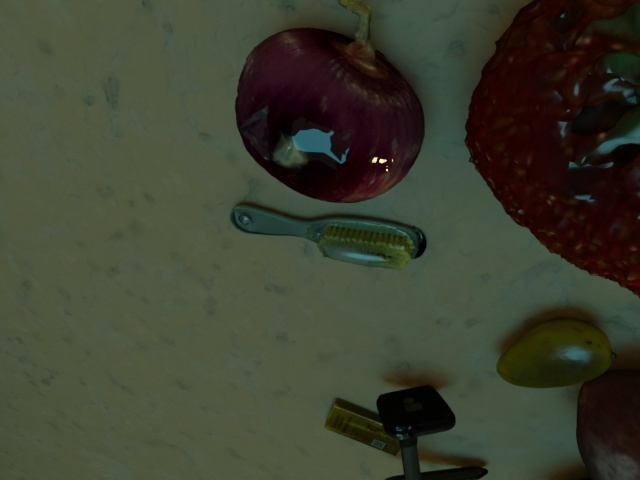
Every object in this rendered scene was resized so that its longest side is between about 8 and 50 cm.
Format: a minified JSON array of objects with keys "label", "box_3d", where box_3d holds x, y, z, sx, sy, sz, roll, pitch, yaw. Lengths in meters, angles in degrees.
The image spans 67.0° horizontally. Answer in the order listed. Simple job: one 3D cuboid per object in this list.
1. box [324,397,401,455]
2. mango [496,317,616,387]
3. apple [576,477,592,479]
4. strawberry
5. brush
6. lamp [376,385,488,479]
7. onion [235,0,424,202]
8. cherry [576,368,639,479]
[{"label":"box","box_3d":[0.091,0.371,0.958,0.156,0.022,0.089,18,130,6]},{"label":"mango","box_3d":[0.329,0.166,0.691,0.103,0.076,0.161,39,131,-16]},{"label":"apple","box_3d":[0.491,0.537,0.808,0.253,0.254,0.254,10,127,13]},{"label":"strawberry","box_3d":[0.293,-0.074,0.442,0.311,0.267,0.351,30,166,30]},{"label":"brush","box_3d":[0.000,0.000,0.694,0.296,0.060,0.068,9,130,13]},{"label":"lamp","box_3d":[0.210,0.377,0.856,0.202,0.125,0.284,-12,120,-4]},{"label":"onion","box_3d":[0.006,-0.129,0.527,0.200,0.201,0.207,-23,120,31]},{"label":"cherry","box_3d":[0.490,0.294,0.643,0.307,0.221,0.261,39,122,14]}]
